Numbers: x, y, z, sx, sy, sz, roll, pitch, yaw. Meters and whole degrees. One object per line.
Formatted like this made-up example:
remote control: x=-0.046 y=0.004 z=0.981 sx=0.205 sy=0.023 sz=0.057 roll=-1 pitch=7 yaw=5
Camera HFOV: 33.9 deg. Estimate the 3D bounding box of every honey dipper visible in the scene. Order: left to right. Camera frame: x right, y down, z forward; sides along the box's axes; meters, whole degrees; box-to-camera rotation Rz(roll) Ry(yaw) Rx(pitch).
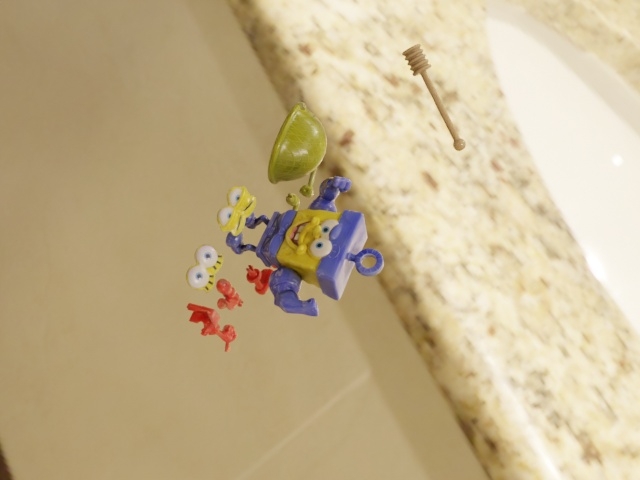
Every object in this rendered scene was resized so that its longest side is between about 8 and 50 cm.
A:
honey dipper: x=0.164 y=-0.199 z=1.475 sx=0.030 sy=0.030 sz=0.160 roll=-28 pitch=90 yaw=-55

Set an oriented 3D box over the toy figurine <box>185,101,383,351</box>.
toy figurine: x=0.000 y=0.000 z=1.434 sx=0.362 sy=0.217 sz=0.191 roll=-63 pitch=152 yaw=-27
